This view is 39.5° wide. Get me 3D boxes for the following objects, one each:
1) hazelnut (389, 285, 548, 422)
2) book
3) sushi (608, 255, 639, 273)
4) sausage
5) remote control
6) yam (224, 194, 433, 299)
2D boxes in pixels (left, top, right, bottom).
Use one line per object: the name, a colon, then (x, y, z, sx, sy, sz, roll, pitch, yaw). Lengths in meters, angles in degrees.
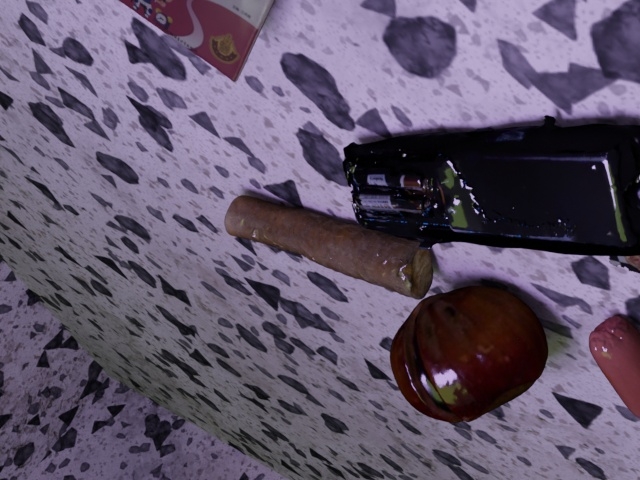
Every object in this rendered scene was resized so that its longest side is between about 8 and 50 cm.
hazelnut: (0.194, 0.141, 1.156, 0.178, 0.178, 0.204, 43, 139, -15)
book: (-0.110, -0.280, 0.870, 0.162, 0.022, 0.232, 35, 139, 0)
sushi: (0.337, 0.008, 0.831, 0.210, 0.040, 0.192, 23, 154, 43)
sausage: (0.371, 0.153, 1.061, 0.062, 0.062, 0.154, 4, 141, 51)
remote control: (0.162, -0.053, 0.922, 0.399, 0.062, 0.144, 4, 118, 52)
yam: (0.000, 0.000, 1.266, 0.357, 0.081, 0.081, 17, 150, 34)
